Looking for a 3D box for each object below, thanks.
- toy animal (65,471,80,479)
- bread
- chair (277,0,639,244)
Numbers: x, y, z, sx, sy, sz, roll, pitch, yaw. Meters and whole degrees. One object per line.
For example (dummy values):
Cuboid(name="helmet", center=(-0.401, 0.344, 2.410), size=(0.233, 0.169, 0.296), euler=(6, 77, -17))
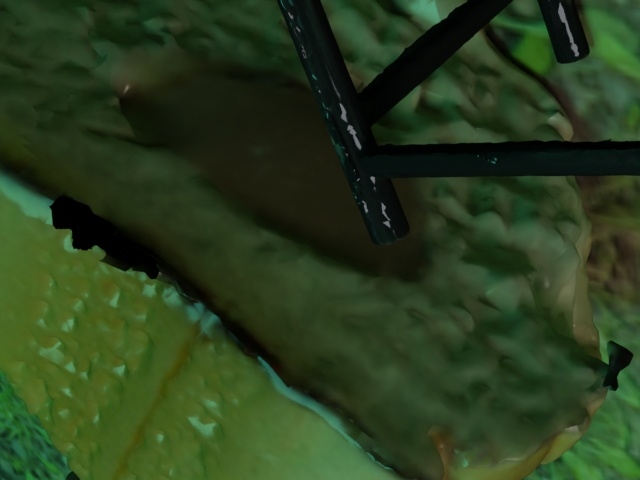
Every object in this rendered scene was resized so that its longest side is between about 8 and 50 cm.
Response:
Cuboid(name="toy animal", center=(-0.115, 0.221, 0.935), size=(0.108, 0.138, 0.236), euler=(13, 135, -9))
Cuboid(name="bread", center=(0.001, -0.008, 0.583), size=(0.211, 0.183, 0.224), euler=(8, 129, 38))
Cuboid(name="chair", center=(0.057, -0.140, 0.462), size=(0.154, 0.141, 0.260), euler=(2, 125, 43))
